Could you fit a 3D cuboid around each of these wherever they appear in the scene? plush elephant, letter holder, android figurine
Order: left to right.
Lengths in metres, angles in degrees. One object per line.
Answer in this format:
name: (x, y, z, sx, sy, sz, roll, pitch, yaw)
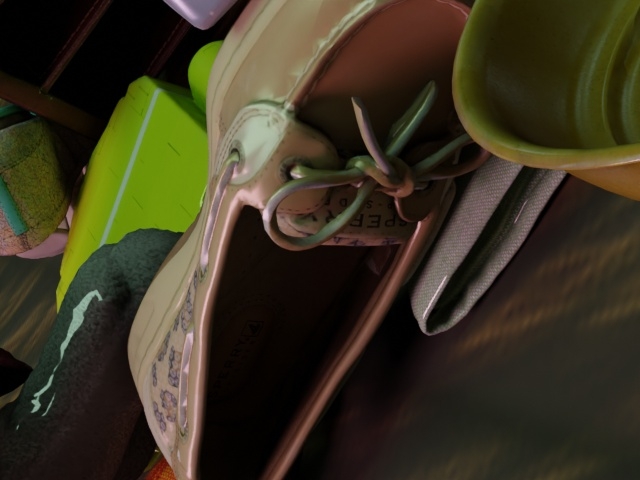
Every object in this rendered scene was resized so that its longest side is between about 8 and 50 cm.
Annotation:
plush elephant: (-0.236, 0.094, 0.800, 0.255, 0.272, 0.330, 34, 117, 53)
letter holder: (-0.202, -0.245, 1.043, 0.214, 0.152, 0.302, -52, 54, 9)
android figurine: (-0.090, 0.004, 0.923, 0.273, 0.056, 0.248, 42, 114, 63)

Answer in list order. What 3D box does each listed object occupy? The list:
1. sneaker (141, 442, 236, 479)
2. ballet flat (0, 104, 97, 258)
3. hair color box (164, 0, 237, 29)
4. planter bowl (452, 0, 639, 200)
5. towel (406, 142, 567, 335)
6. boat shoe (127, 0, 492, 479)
sneaker: (-0.064, 0.131, 0.724, 0.067, 0.064, 0.175, -34, 26, 60)
ballet flat: (-0.205, -0.042, 1.127, 0.108, 0.106, 0.316, -26, 7, 6)
hair color box: (0.059, -0.257, 0.531, 0.374, 0.113, 0.185, -42, 10, 33)
planter bowl: (0.143, -0.066, 0.368, 0.217, 0.090, 0.217, -37, 22, 18)
towel: (0.074, -0.155, 0.695, 0.248, 0.038, 0.324, -59, 29, 33)
boat shoe: (0.000, 0.000, 0.619, 0.285, 0.105, 0.089, 113, 151, -42)
